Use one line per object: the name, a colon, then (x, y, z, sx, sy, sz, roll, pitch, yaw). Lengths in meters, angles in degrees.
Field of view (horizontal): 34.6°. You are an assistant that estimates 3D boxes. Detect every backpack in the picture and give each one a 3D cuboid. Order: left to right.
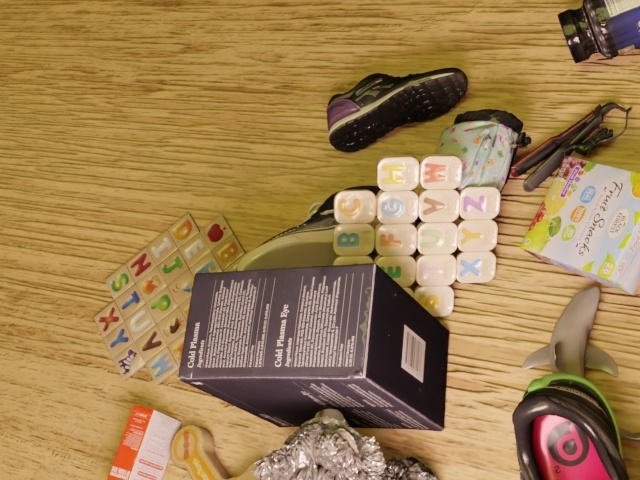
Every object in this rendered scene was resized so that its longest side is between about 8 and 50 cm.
backpack: (0.261, -0.133, 1.770, 0.152, 0.115, 0.182, -3, 62, 57)

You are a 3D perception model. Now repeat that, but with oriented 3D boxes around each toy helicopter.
toy helicopter: (-0.175, 0.457, 1.755, 0.235, 0.140, 0.355, -52, 44, 8)

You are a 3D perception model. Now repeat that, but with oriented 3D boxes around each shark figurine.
shark figurine: (0.395, 0.208, 1.563, 0.166, 0.116, 0.278, -28, 55, 15)

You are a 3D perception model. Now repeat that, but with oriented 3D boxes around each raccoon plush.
raccoon plush: (0.084, 0.451, 1.488, 0.216, 0.299, 0.446, -37, 56, 9)

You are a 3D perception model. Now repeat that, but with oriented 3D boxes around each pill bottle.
pill bottle: (0.529, -0.389, 1.768, 0.219, 0.123, 0.122, -20, 59, 19)

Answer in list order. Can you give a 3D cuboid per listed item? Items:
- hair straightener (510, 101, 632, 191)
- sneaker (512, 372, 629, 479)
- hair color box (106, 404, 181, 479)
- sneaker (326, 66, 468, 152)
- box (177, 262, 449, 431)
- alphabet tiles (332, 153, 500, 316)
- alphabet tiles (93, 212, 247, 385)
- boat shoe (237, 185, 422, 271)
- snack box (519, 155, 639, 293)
hair straightener: (0.441, -0.154, 1.757, 0.230, 0.047, 0.089, -34, 56, 4)
sneaker: (0.375, 0.416, 1.387, 0.185, 0.202, 0.482, -33, 70, 24)
hair color box: (-0.322, 0.392, 1.859, 0.053, 0.093, 0.167, 7, 70, 31)
sneaker: (0.134, -0.282, 1.938, 0.283, 0.107, 0.124, -21, 53, 18)
box: (0.002, 0.180, 1.638, 0.313, 0.343, 0.179, -4, 66, 25)
alphabet tiles: (0.159, -0.004, 1.703, 0.278, 0.284, 0.021, -1, 19, -6)
alphabet tiles: (-0.290, 0.110, 2.026, 0.342, 0.011, 0.285, -38, 55, 7)
boat shoe: (0.000, 0.000, 1.790, 0.341, 0.127, 0.158, -13, 32, -19)
snack box: (0.438, -0.030, 1.623, 0.207, 0.070, 0.174, 24, 87, 56)
